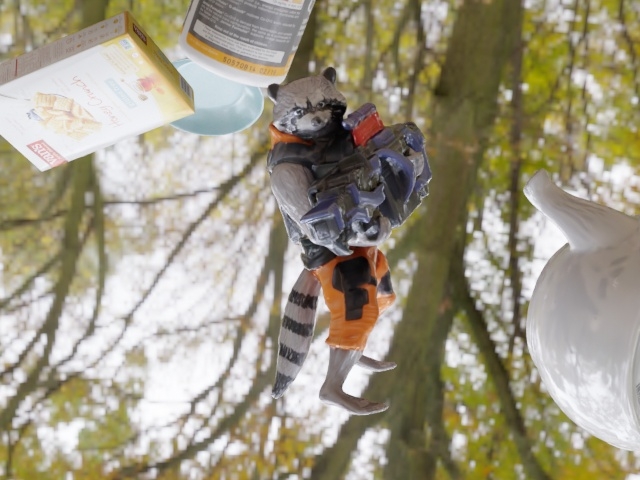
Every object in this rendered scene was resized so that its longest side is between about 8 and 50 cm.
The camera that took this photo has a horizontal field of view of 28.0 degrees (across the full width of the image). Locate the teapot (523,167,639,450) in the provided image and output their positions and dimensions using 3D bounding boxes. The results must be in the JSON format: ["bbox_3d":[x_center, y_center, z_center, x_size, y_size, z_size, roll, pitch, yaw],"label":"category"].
[{"bbox_3d":[0.299,0.085,1.311,0.253,0.256,0.187,17,180,-44],"label":"teapot"}]

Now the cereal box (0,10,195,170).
[{"bbox_3d":[-0.306,-0.185,1.648,0.240,0.173,0.047,-20,-126,17],"label":"cereal box"}]

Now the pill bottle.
[{"bbox_3d":[-0.077,-0.362,1.741,0.162,0.278,0.162,20,-158,-8],"label":"pill bottle"}]

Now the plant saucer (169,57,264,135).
[{"bbox_3d":[-0.190,-0.249,2.139,0.195,0.195,0.037,3,-126,0],"label":"plant saucer"}]

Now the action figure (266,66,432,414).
[{"bbox_3d":[0.000,0.000,1.250,0.179,0.330,0.341,-5,-173,20],"label":"action figure"}]
